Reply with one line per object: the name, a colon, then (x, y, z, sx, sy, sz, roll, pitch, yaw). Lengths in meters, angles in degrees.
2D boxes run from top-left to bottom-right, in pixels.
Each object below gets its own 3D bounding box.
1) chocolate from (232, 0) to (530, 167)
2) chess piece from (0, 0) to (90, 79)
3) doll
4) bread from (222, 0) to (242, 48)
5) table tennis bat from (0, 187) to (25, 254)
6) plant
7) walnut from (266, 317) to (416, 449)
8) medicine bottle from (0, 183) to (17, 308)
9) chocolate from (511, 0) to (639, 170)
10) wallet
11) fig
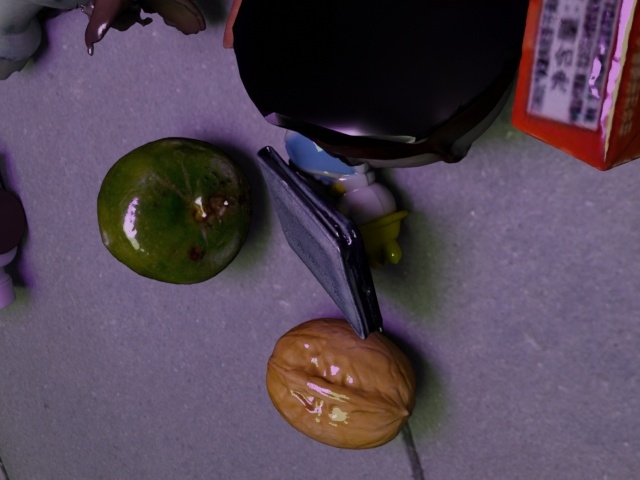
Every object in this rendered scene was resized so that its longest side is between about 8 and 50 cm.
chocolate: (0.077, -0.181, 0.758, 0.284, 0.186, 0.283, -6, 67, 15)
chess piece: (-0.412, -0.343, 1.047, 0.299, 0.195, 0.194, -31, 91, 45)
doll: (0.029, -0.078, 0.914, 0.135, 0.099, 0.241, -27, 91, 31)
bread: (-0.048, -0.291, 0.896, 0.119, 0.067, 0.192, 40, 124, 23)
table tennis bat: (-0.500, -0.059, 1.247, 0.119, 0.107, 0.169, 1, 104, 33)
plant: (-0.200, -0.352, 0.896, 0.178, 0.204, 0.234, -33, 78, 46)
walnut: (0.026, 0.181, 0.983, 0.207, 0.159, 0.159, 18, 117, 31)
medicine bottle: (-0.604, -0.024, 1.292, 0.111, 0.161, 0.296, 3, 109, 36)
chocolate: (0.264, -0.198, 0.640, 0.108, 0.235, 0.237, 23, 120, 36)
wallet: (-0.002, 0.001, 0.902, 0.222, 0.036, 0.167, 47, 162, 43)
fig: (-0.205, -0.040, 1.062, 0.203, 0.203, 0.235, 70, 165, -9)
